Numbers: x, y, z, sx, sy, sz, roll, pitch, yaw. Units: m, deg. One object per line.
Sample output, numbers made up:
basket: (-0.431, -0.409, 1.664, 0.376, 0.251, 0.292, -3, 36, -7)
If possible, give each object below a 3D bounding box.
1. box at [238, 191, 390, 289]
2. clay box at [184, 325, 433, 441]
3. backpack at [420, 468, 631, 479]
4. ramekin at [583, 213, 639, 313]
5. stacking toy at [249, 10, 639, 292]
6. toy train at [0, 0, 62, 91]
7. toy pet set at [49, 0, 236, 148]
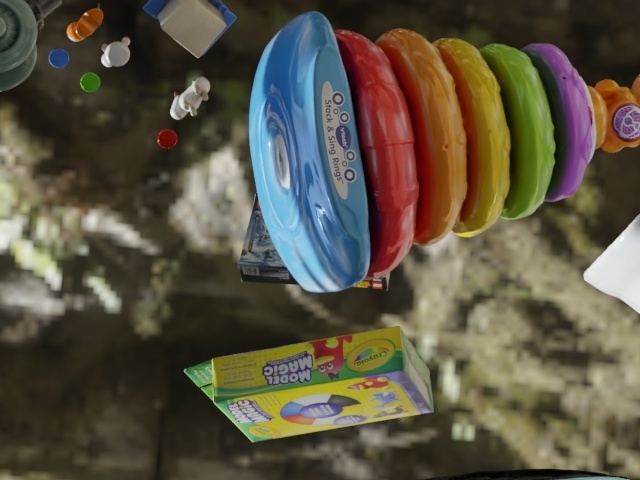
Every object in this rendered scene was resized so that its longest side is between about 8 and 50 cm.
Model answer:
box: (0.000, 0.000, 1.831, 0.027, 0.137, 0.094, 83, -166, -47)
clay box: (-0.011, 0.146, 1.962, 0.127, 0.222, 0.053, 55, -153, -61)
backpack: (0.151, 0.240, 1.445, 0.166, 0.188, 0.144, 84, 175, -62)
ramekin: (0.319, -0.031, 1.334, 0.277, 0.135, 0.277, -46, -6, -6)
stacking toy: (0.117, -0.070, 1.306, 0.166, 0.302, 0.175, 163, 99, -75)
toy train: (-0.399, -0.167, 1.801, 0.334, 0.190, 0.142, -42, 1, -10)
toy pet set: (-0.131, -0.155, 1.548, 0.114, 0.122, 0.065, -47, 23, 11)
